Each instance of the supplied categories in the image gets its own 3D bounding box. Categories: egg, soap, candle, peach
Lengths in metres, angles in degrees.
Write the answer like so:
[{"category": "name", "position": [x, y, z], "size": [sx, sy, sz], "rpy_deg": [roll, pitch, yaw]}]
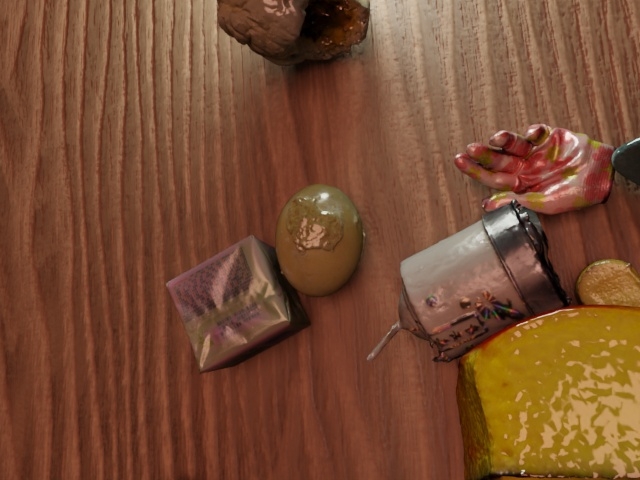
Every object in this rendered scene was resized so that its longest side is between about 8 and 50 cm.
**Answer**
[{"category": "egg", "position": [-0.003, 0.000, 0.939], "size": [0.165, 0.164, 0.201], "rpy_deg": [2, 85, 18]}, {"category": "soap", "position": [-0.150, 0.118, 0.977], "size": [0.200, 0.138, 0.182], "rpy_deg": [-30, 74, 11]}, {"category": "candle", "position": [0.213, 0.088, 0.836], "size": [0.330, 0.187, 0.187], "rpy_deg": [-30, 72, 20]}, {"category": "peach", "position": [0.346, 0.235, 0.714], "size": [0.381, 0.306, 0.242], "rpy_deg": [-20, 52, 28]}]

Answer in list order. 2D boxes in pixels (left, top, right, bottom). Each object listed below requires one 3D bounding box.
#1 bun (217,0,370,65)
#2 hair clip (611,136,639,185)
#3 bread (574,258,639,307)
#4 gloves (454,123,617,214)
[{"category": "bun", "position": [-0.066, -0.446, 1.004], "size": [0.205, 0.282, 0.281], "rpy_deg": [-42, 67, 44]}, {"category": "hair clip", "position": [0.564, -0.120, 0.631], "size": [0.319, 0.238, 0.391], "rpy_deg": [27, 123, 14]}, {"category": "bread", "position": [0.488, 0.133, 0.794], "size": [0.102, 0.094, 0.245], "rpy_deg": [-45, 69, 16]}, {"category": "gloves", "position": [0.345, -0.118, 0.871], "size": [0.242, 0.126, 0.145], "rpy_deg": [12, 113, 16]}]
